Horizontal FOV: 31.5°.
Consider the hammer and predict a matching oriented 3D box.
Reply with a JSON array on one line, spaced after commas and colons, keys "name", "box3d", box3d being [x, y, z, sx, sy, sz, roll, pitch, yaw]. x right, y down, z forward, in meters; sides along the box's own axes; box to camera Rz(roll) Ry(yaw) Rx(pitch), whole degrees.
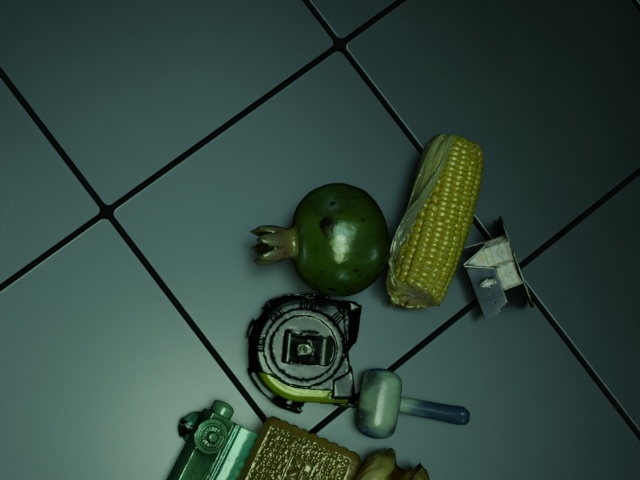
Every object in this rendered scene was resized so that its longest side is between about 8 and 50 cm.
[{"name": "hammer", "box3d": [0.157, 0.282, 1.893, 0.194, 0.069, 0.116, 11, 80, -12]}]

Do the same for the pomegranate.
[{"name": "pomegranate", "box3d": [0.000, 0.002, 1.846, 0.225, 0.187, 0.187, -2, 83, -13]}]

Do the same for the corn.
[{"name": "corn", "box3d": [0.191, -0.031, 1.909, 0.122, 0.123, 0.305, 19, 78, -2]}]

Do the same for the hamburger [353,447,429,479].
[{"name": "hamburger", "box3d": [0.068, 0.448, 1.824, 0.262, 0.131, 0.124, -44, 90, -7]}]

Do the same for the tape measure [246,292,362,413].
[{"name": "tape measure", "box3d": [-0.029, 0.184, 1.856, 0.186, 0.112, 0.199, 2, 81, -6]}]

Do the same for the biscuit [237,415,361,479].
[{"name": "biscuit", "box3d": [-0.060, 0.418, 1.769, 0.172, 0.029, 0.254, 22, 79, 11]}]

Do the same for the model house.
[{"name": "model house", "box3d": [0.294, 0.052, 1.930, 0.088, 0.117, 0.167, -20, 87, 6]}]

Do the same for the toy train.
[{"name": "toy train", "box3d": [-0.180, 0.387, 1.820, 0.159, 0.101, 0.248, 32, 79, -19]}]
